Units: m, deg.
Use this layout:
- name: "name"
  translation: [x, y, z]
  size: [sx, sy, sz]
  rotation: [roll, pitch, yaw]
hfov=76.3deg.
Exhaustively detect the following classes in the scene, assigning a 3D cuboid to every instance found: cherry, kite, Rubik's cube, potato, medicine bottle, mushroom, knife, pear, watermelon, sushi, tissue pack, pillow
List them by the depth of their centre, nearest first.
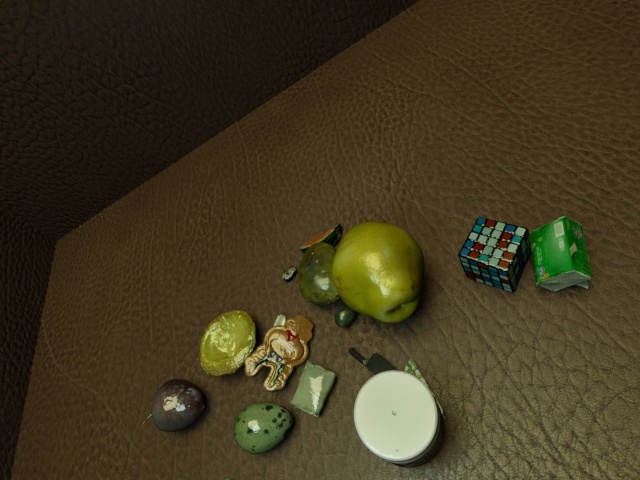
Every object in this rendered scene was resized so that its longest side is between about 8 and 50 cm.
- name: "medicine bottle"
  translation: [0.253, 0.564, 1.280]
  size: [0.252, 0.241, 0.253]
  rotation: [-11, 55, 17]
- name: "tissue pack"
  translation: [0.834, 0.056, 1.394]
  size: [0.148, 0.156, 0.209]
  rotation: [-40, 35, 53]
- name: "kite"
  translation: [0.311, 0.574, 1.418]
  size: [0.267, 0.013, 0.323]
  rotation: [5, 64, 32]
- name: "Rubik's cube"
  translation: [0.633, 0.051, 1.475]
  size: [0.187, 0.182, 0.184]
  rotation: [18, 70, 38]
- name: "knife"
  translation: [0.206, 0.464, 1.545]
  size: [0.245, 0.019, 0.072]
  rotation: [28, 74, 42]
- name: "pear"
  translation: [0.222, 0.118, 1.565]
  size: [0.362, 0.362, 0.418]
  rotation: [-35, 44, 4]
- name: "pillow"
  translation: [-0.029, 0.576, 1.572]
  size: [0.134, 0.078, 0.182]
  rotation: [12, 67, 35]
- name: "watermelon"
  translation: [0.105, 0.307, 1.678]
  size: [0.078, 0.078, 0.111]
  rotation: [28, 70, 40]
- name: "cherry"
  translation: [-0.623, 0.711, 1.761]
  size: [0.265, 0.184, 0.214]
  rotation: [-5, 64, 9]
- name: "mushroom"
  translation: [-0.197, 0.428, 1.772]
  size: [0.084, 0.071, 0.209]
  rotation: [17, 65, 2]
- name: "potato"
  translation: [0.006, 0.145, 1.785]
  size: [0.210, 0.173, 0.308]
  rotation: [-23, 48, 25]
- name: "sushi"
  translation: [-0.148, 0.161, 1.950]
  size: [0.083, 0.044, 0.046]
  rotation: [-47, 47, -3]
- name: "watermelon"
  translation: [0.003, 0.003, 1.968]
  size: [0.245, 0.063, 0.119]
  rotation: [-33, 30, 14]

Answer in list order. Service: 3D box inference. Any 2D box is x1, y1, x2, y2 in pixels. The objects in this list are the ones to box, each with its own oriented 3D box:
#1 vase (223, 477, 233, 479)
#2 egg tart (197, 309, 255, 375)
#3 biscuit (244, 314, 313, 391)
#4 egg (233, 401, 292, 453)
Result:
- name: "vase"
  translation: [-0.291, 0.968, 1.450]
  size: [0.219, 0.096, 0.096]
  rotation: [29, 76, 37]
- name: "egg tart"
  translation: [-0.402, 0.467, 1.840]
  size: [0.314, 0.120, 0.315]
  rotation: [-14, 52, 19]
- name: "biscuit"
  translation: [-0.159, 0.456, 1.695]
  size: [0.202, 0.047, 0.334]
  rotation: [36, 68, 16]
- name: "egg"
  translation: [-0.215, 0.699, 1.535]
  size: [0.227, 0.177, 0.177]
  rotation: [-16, 50, -1]
